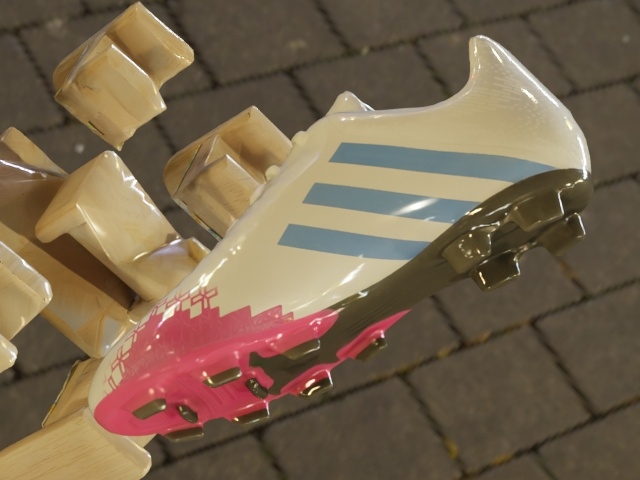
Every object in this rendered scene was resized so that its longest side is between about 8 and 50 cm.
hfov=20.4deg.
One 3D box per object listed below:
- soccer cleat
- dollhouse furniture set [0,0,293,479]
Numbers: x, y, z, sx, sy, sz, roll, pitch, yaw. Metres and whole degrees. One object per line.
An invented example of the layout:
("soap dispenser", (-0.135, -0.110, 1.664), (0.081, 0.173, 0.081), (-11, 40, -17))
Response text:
("soccer cleat", (0.000, 0.000, 1.058), (0.331, 0.116, 0.143), (-28, 66, 9))
("dollhouse furniture set", (-0.276, -0.025, 1.420), (0.394, 0.256, 0.362), (43, 45, -20))
